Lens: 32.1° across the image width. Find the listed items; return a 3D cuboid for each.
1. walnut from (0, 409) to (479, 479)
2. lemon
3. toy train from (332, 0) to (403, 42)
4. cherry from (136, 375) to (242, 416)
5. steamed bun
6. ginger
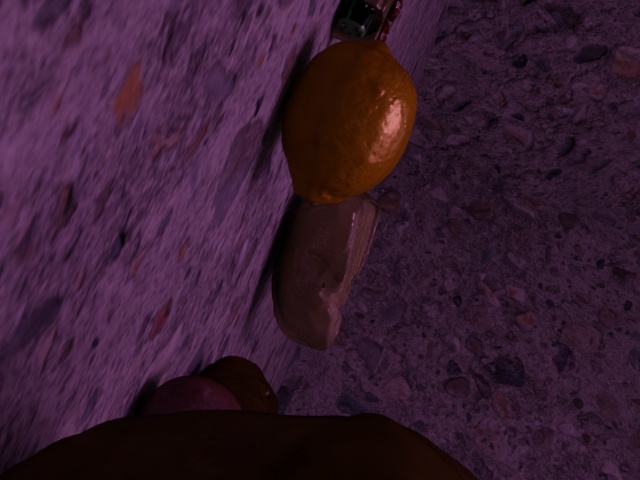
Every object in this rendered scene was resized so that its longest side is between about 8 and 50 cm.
[{"bbox_3d":[-0.054,0.261,0.518,0.354,0.307,0.398,15,102,-64],"label":"walnut"},{"bbox_3d":[0.022,-0.102,0.967,0.114,0.114,0.155,-16,130,-85],"label":"lemon"},{"bbox_3d":[0.055,-0.244,1.071,0.087,0.050,0.138,71,43,-78],"label":"toy train"},{"bbox_3d":[-0.108,0.156,0.900,0.106,0.086,0.126,-62,155,-42],"label":"cherry"},{"bbox_3d":[-0.006,0.027,1.409,0.231,0.110,0.213,24,84,-79],"label":"steamed bun"},{"bbox_3d":[-0.109,0.209,1.077,0.309,0.107,0.133,-68,165,-53],"label":"ginger"}]
